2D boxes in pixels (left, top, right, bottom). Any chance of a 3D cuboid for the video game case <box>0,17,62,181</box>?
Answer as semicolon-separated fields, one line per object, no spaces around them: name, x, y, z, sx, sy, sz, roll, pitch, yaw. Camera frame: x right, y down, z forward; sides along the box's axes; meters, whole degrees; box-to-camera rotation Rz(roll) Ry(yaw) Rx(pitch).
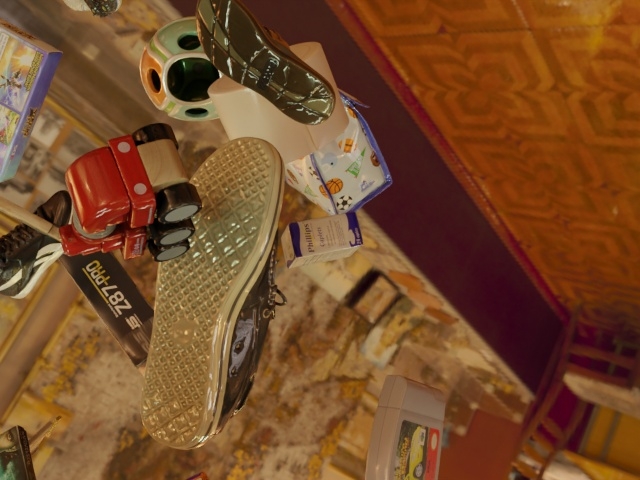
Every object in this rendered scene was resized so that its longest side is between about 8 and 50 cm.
video game case;-0.635;-0.282;1.381;0.244;0.269;0.061;30;-162;2

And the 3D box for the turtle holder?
turtle holder;-0.251;-0.376;1.724;0.321;0.243;0.227;19;-162;-12

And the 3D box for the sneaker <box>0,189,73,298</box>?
sneaker;-0.483;0.003;1.200;0.121;0.216;0.079;17;-156;-53

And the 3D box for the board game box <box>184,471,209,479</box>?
board game box;-0.247;0.595;0.987;0.356;0.357;0.356;55;148;26

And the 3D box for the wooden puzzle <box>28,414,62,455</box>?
wooden puzzle;-0.473;0.335;1.234;0.014;0.078;0.116;36;-160;2

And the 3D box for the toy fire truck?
toy fire truck;-0.302;-0.049;0.969;0.158;0.247;0.217;66;157;14

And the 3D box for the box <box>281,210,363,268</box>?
box;0.000;0.000;1.484;0.137;0.072;0.126;-11;170;-12

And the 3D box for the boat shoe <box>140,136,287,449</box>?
boat shoe;-0.156;0.082;1.209;0.187;0.499;0.156;13;-178;25

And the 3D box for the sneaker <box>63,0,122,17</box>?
sneaker;-0.380;-0.431;1.276;0.237;0.086;0.085;30;152;53

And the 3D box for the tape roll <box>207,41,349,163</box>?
tape roll;-0.083;-0.275;1.521;0.246;0.246;0.169;7;128;49

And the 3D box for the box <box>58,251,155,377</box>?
box;-0.395;0.148;1.528;0.318;0.097;0.395;49;163;13

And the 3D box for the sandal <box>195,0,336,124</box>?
sandal;-0.066;-0.231;0.946;0.219;0.060;0.090;36;125;3

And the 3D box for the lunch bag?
lunch bag;-0.013;-0.298;2.054;0.328;0.239;0.385;35;160;50

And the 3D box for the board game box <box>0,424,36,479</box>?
board game box;-0.463;0.373;1.070;0.186;0.126;0.026;59;177;35

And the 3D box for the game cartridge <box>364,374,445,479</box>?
game cartridge;0.151;0.398;1.353;0.060;0.294;0.196;-4;160;38
